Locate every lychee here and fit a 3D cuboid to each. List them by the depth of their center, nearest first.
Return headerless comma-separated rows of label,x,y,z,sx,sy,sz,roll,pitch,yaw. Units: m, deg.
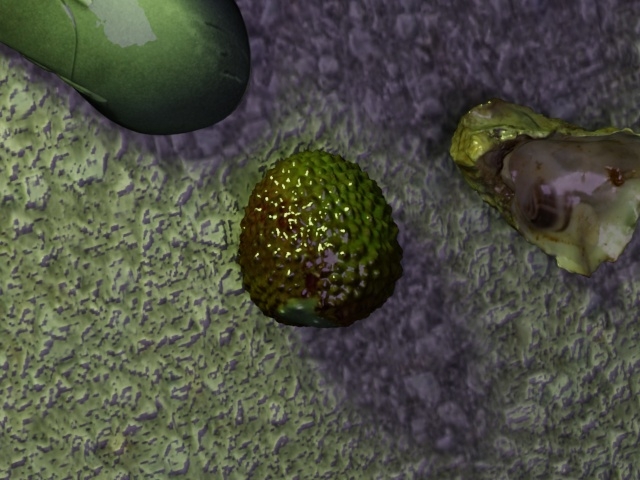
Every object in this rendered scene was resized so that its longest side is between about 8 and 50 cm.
lychee,0.000,0.000,1.787,0.171,0.171,0.171,-2,102,-11

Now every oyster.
oyster,0.217,-0.067,1.847,0.233,0.107,0.161,19,105,-29

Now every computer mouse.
computer mouse,-0.226,-0.223,1.730,0.379,0.090,0.167,30,93,-14
